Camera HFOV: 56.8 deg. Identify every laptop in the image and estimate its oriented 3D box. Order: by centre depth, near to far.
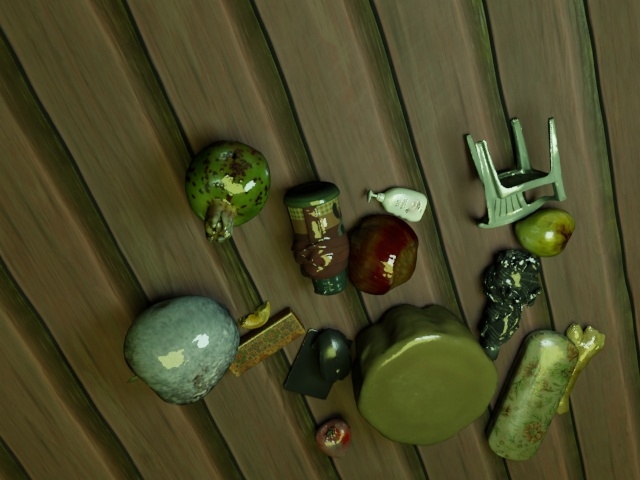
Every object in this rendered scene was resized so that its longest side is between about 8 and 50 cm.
[{"bbox_3d":[-0.008,0.340,1.623,0.135,0.016,0.197,20,104,-18],"label":"laptop"}]

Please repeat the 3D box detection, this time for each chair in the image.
[{"bbox_3d":[0.471,-0.148,1.458,0.204,0.190,0.274,-17,105,-4],"label":"chair"}]

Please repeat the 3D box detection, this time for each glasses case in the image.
[{"bbox_3d":[-0.150,0.263,1.542,0.218,0.049,0.075,-33,111,2],"label":"glasses case"},{"bbox_3d":[0.621,0.461,1.750,0.157,0.098,0.425,15,107,-1],"label":"glasses case"}]

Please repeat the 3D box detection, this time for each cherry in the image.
[{"bbox_3d":[-0.335,0.259,1.415,0.296,0.218,0.255,-39,110,-10],"label":"cherry"},{"bbox_3d":[0.035,0.559,1.677,0.106,0.087,0.126,-8,131,-16],"label":"cherry"}]

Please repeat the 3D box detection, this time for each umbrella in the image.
[{"bbox_3d":[0.490,0.186,1.610,0.154,0.128,0.336,14,110,-19],"label":"umbrella"}]

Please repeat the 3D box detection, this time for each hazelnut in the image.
[{"bbox_3d":[0.158,0.034,1.476,0.170,0.161,0.201,44,59,-36],"label":"hazelnut"}]

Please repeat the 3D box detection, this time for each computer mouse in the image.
[{"bbox_3d":[0.037,0.314,1.583,0.099,0.057,0.172,-16,112,-13],"label":"computer mouse"}]

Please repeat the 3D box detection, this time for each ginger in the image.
[{"bbox_3d":[0.753,0.390,1.773,0.118,0.065,0.298,15,105,2],"label":"ginger"}]

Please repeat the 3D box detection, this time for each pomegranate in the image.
[{"bbox_3d":[-0.205,-0.103,1.292,0.202,0.247,0.202,0,138,0],"label":"pomegranate"}]

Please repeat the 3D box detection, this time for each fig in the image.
[{"bbox_3d":[0.592,-0.020,1.549,0.153,0.121,0.135,1,118,-28],"label":"fig"}]

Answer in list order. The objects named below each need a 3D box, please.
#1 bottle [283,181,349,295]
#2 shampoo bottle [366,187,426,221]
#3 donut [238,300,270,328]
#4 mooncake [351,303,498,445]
[{"bbox_3d":[0.000,0.000,1.429,0.156,0.143,0.271,-32,118,-42],"label":"bottle"},{"bbox_3d":[0.186,-0.099,1.476,0.152,0.045,0.077,16,107,-16],"label":"shampoo bottle"},{"bbox_3d":[-0.167,0.196,1.519,0.083,0.038,0.067,-4,115,-12],"label":"donut"},{"bbox_3d":[0.263,0.354,1.594,0.379,0.200,0.378,-3,114,-7],"label":"mooncake"}]
